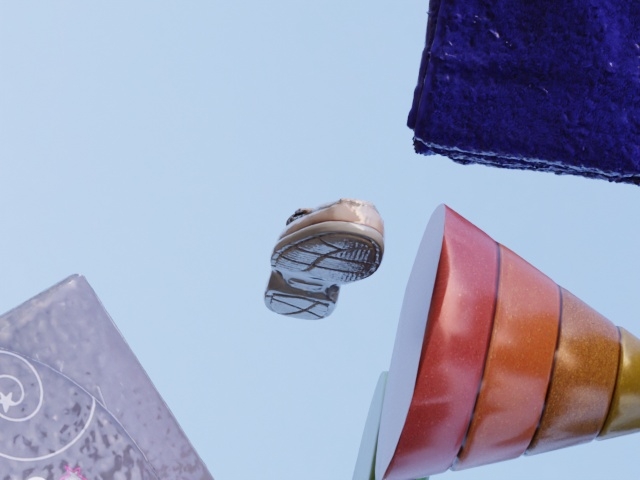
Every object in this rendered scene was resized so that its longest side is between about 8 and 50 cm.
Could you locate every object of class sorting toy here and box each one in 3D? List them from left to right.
[{"bbox_3d":[0.077,0.122,0.934,0.365,0.126,0.127,104,-3,-56],"label":"sorting toy"}]

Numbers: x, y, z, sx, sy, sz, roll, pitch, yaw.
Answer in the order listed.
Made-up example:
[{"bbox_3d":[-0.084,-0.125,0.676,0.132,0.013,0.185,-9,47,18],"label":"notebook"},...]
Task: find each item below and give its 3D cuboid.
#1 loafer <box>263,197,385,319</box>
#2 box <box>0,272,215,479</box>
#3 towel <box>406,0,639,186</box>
[{"bbox_3d":[0.000,0.000,0.875,0.125,0.045,0.039,126,-24,-67],"label":"loafer"},{"bbox_3d":[-0.111,0.166,0.753,0.142,0.163,0.247,-35,-92,48],"label":"box"},{"bbox_3d":[0.169,-0.198,1.372,0.227,0.076,0.308,8,-88,37],"label":"towel"}]
